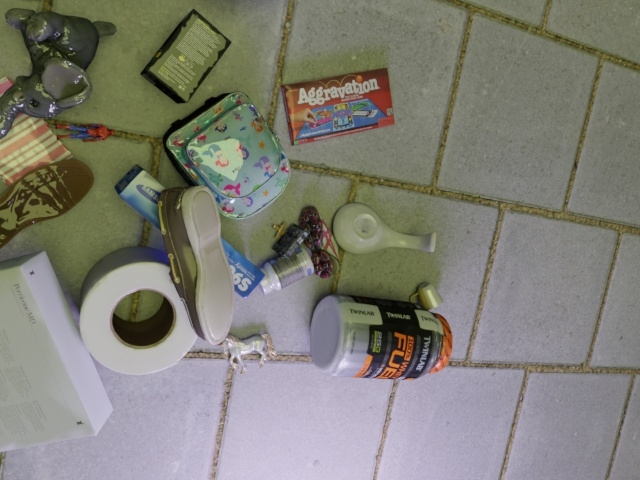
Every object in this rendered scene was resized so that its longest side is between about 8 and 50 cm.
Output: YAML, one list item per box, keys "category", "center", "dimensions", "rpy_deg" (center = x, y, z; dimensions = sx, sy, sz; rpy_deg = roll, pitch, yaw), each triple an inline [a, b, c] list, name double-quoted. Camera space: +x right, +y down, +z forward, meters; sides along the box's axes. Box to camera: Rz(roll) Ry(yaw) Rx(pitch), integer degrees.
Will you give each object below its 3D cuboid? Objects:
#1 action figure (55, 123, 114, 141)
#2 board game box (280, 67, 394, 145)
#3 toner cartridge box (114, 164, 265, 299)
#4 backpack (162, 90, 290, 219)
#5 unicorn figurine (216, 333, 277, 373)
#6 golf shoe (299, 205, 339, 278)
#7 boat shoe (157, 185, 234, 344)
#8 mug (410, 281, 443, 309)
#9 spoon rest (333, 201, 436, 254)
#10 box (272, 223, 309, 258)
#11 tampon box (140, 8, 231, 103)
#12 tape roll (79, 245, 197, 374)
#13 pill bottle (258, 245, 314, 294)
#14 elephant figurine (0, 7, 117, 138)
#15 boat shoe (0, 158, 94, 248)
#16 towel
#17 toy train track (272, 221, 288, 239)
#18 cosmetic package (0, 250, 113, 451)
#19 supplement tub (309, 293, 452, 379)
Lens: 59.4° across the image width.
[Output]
- category: "action figure"
  center: [-0.491, -0.226, 1.175]
  dimensions: [0.115, 0.030, 0.038]
  rpy_deg: [-6, 87, -32]
- category: "board game box"
  center: [0.048, -0.334, 1.389]
  dimensions: [0.281, 0.027, 0.145]
  rpy_deg: [-16, 105, -19]
- category: "toner cartridge box"
  center: [-0.287, -0.020, 1.236]
  dimensions: [0.348, 0.165, 0.075]
  rpy_deg: [44, 81, -25]
- category: "backpack"
  center: [-0.191, -0.176, 1.240]
  dimensions: [0.225, 0.191, 0.253]
  rpy_deg: [-38, 118, -13]
- category: "unicorn figurine"
  center: [-0.192, 0.274, 1.401]
  dimensions: [0.162, 0.060, 0.111]
  rpy_deg: [-19, 108, -35]
- category: "golf shoe"
  center: [0.000, 0.000, 1.426]
  dimensions: [0.086, 0.067, 0.186]
  rpy_deg: [-27, 103, -59]
- category: "boat shoe"
  center: [-0.251, 0.051, 1.121]
  dimensions: [0.116, 0.097, 0.324]
  rpy_deg: [-38, 125, -59]
- category: "mug"
  center: [0.299, 0.157, 1.581]
  dimensions: [0.078, 0.062, 0.064]
  rpy_deg: [-30, 103, -22]
- category: "spoon rest"
  center: [0.162, -0.017, 1.478]
  dimensions: [0.276, 0.084, 0.137]
  rpy_deg: [13, 79, -14]
- category: "box"
  center: [-0.072, 0.001, 1.369]
  dimensions: [0.083, 0.067, 0.018]
  rpy_deg: [-51, 122, -10]
- category: "tampon box"
  center: [-0.285, -0.384, 1.184]
  dimensions: [0.101, 0.120, 0.161]
  rpy_deg: [38, 85, -26]
- category: "tape roll"
  center: [-0.393, 0.146, 1.221]
  dimensions: [0.246, 0.169, 0.246]
  rpy_deg: [-5, 103, -23]
- category: "pill bottle"
  center: [-0.092, 0.075, 1.385]
  dimensions: [0.137, 0.078, 0.078]
  rpy_deg: [-26, 110, -17]
- category: "elephant figurine"
  center: [-0.522, -0.313, 1.091]
  dimensions: [0.186, 0.169, 0.239]
  rpy_deg: [6, 104, 9]
- category: "boat shoe"
  center: [-0.597, -0.076, 1.134]
  dimensions: [0.285, 0.089, 0.104]
  rpy_deg: [-34, 118, -15]
- category: "towel"
  center: [-0.620, -0.208, 1.128]
  dimensions: [0.144, 0.029, 0.197]
  rpy_deg: [-38, 113, -11]
- category: "toy train track"
  center: [-0.088, -0.018, 1.404]
  dimensions: [0.083, 0.014, 0.048]
  rpy_deg: [34, 85, -32]
- category: "cosmetic package"
  center: [-0.624, 0.233, 1.121]
  dimensions: [0.284, 0.097, 0.377]
  rpy_deg: [-11, 108, 10]
- category: "supplement tub"
  center: [0.159, 0.254, 1.459]
  dimensions: [0.338, 0.207, 0.207]
  rpy_deg: [8, 97, -24]
